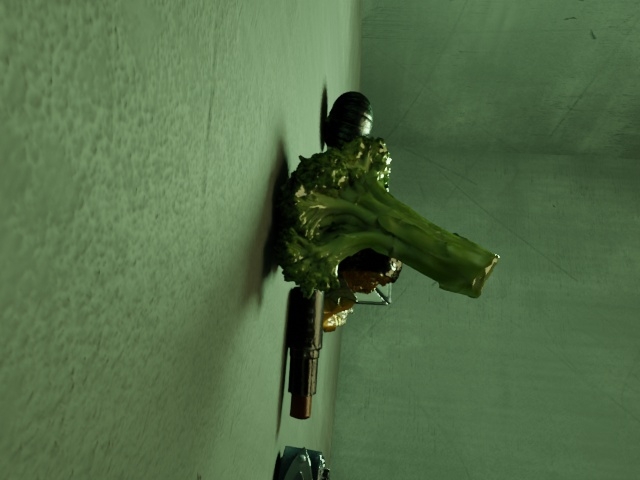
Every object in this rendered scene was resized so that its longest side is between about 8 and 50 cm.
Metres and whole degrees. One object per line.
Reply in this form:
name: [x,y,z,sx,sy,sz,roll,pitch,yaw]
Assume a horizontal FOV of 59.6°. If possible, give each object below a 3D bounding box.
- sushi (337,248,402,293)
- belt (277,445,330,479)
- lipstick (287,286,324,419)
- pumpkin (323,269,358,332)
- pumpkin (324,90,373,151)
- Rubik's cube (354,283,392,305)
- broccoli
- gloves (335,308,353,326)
sushi: [0.128,0.061,1.636,0.349,0.235,0.207,-13,-115,65]
belt: [-0.038,0.572,1.225,0.122,0.129,0.218,83,13,-65]
lipstick: [-0.036,0.250,1.264,0.081,0.081,0.299,38,56,-83]
pumpkin: [-0.001,0.149,1.458,0.254,0.131,0.149,113,-32,-64]
pumpkin: [0.080,-0.351,1.684,0.202,0.140,0.201,-165,-90,-83]
Rubik's cube: [0.155,0.105,2.171,0.259,0.255,0.260,-45,139,-81]
broccoli: [0.118,-0.046,1.077,0.275,0.397,0.352,83,4,-69]
gloves: [0.044,0.262,1.998,0.144,0.111,0.094,161,-72,-65]
